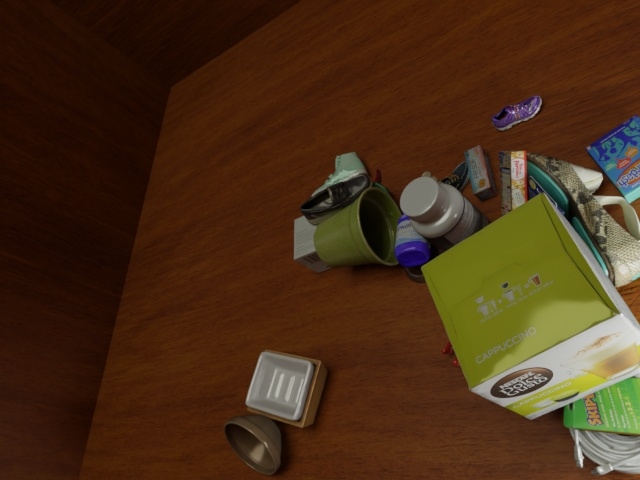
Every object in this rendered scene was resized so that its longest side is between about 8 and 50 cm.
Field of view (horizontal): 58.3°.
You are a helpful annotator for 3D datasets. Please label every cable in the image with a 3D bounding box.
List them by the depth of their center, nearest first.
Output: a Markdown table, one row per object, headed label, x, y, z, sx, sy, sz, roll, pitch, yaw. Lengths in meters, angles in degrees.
| label | x | y | z | sx | sy | sz | roll | pitch | yaw |
| --- | --- | --- | --- | --- | --- | --- | --- | --- | --- |
| cable | 0.711 | 0.409 | 1.341 | 0.257 | 0.089 | 0.257 | -22 | 52 | 32 |

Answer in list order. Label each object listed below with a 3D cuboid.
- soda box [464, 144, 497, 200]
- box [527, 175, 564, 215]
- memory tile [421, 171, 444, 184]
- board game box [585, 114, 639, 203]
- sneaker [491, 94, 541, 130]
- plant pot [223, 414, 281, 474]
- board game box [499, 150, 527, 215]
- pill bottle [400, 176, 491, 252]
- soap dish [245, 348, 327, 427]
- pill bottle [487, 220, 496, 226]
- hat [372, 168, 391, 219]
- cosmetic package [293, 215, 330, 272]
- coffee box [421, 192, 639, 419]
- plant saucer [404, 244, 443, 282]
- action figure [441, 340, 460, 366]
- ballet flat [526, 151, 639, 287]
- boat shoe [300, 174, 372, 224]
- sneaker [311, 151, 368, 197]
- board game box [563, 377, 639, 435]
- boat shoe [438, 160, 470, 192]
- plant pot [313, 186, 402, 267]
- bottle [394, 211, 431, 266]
| label | x | y | z | sx | sy | sz | roll | pitch | yaw |
| --- | --- | --- | --- | --- | --- | --- | --- | --- | --- |
| soda box | 0.532 | -0.224 | 1.907 | 0.063 | 0.058 | 0.183 | -25 | 51 | 32 |
| box | 0.623 | -0.065 | 1.621 | 0.036 | 0.225 | 0.136 | -17 | 47 | -7 |
| memory tile | 0.364 | -0.162 | 1.936 | 0.113 | 0.012 | 0.148 | -48 | 45 | 11 |
| board game box | 0.869 | -0.229 | 1.598 | 0.160 | 0.047 | 0.210 | -37 | 47 | 22 |
| sneaker | 0.650 | -0.428 | 1.906 | 0.170 | 0.071 | 0.068 | -31 | 49 | 26 |
| plant pot | -0.214 | 0.688 | 1.997 | 0.237 | 0.237 | 0.110 | -1 | 28 | 43 |
| board game box | 0.561 | -0.164 | 1.673 | 0.045 | 0.147 | 0.193 | -4 | 99 | 6 |
| pill bottle | 0.384 | -0.066 | 1.758 | 0.176 | 0.318 | 0.176 | -24 | 51 | 33 |
| soap dish | -0.117 | 0.522 | 2.035 | 0.291 | 0.118 | 0.229 | 1 | 67 | 43 |
| pill bottle | 0.561 | 0.050 | 1.666 | 0.121 | 0.121 | 0.216 | -35 | 49 | 24 |
| hat | 0.246 | -0.161 | 2.170 | 0.173 | 0.183 | 0.208 | -1 | 104 | 41 |
| cosmetic package | 0.000 | 0.000 | 2.207 | 0.151 | 0.151 | 0.184 | -21 | 54 | 33 |
| coffee box | 0.497 | 0.164 | 1.324 | 0.337 | 0.334 | 0.338 | -35 | 46 | 23 |
| plant saucer | 0.348 | 0.061 | 1.935 | 0.168 | 0.029 | 0.168 | -24 | 51 | 33 |
| action figure | 0.477 | 0.234 | 1.678 | 0.091 | 0.139 | 0.280 | 49 | 124 | 44 |
| ballet flat | 0.739 | -0.089 | 1.585 | 0.182 | 0.164 | 0.483 | -25 | 53 | 3 |
| boat shoe | 0.055 | -0.157 | 2.089 | 0.285 | 0.092 | 0.103 | -28 | 56 | 17 |
| sneaker | 0.065 | -0.257 | 2.339 | 0.256 | 0.094 | 0.151 | -29 | 55 | 16 |
| board game box | 0.686 | 0.373 | 1.293 | 0.259 | 0.039 | 0.124 | -7 | 61 | 38 |
| boat shoe | 0.449 | -0.201 | 1.952 | 0.065 | 0.083 | 0.183 | 22 | 82 | 48 |
| plant pot | 0.125 | -0.017 | 2.019 | 0.254 | 0.276 | 0.276 | -20 | 54 | 40 |
| bottle | 0.318 | -0.042 | 1.941 | 0.118 | 0.092 | 0.283 | -14 | 42 | 28 |
